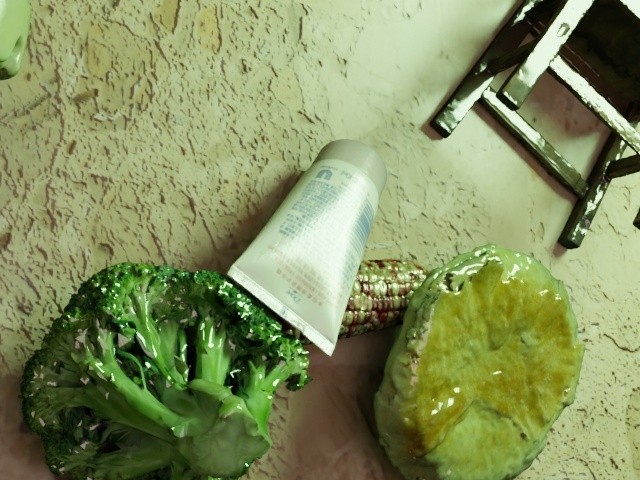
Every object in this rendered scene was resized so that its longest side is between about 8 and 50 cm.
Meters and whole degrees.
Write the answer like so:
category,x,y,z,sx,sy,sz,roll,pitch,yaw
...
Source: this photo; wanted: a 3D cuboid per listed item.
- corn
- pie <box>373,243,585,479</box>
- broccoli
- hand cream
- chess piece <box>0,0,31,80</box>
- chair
category,x,y,z,sx,sy,sz,roll,pitch,yaw
corn,0.019,0.064,1.545,0.253,0.086,0.086,-8,87,-26
pie,0.173,0.145,1.581,0.306,0.071,0.306,-7,100,-41
broccoli,-0.149,0.146,1.378,0.261,0.241,0.269,-44,131,-7
hand cream,0.000,0.000,1.492,0.133,0.083,0.248,39,44,-10
chess piece,-0.323,-0.385,1.382,0.234,0.234,0.442,15,81,-22
chair,0.356,-0.231,1.677,0.241,0.203,0.416,39,71,-11
